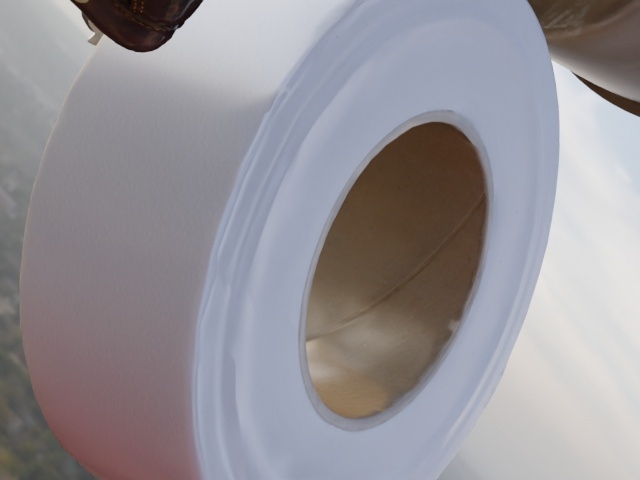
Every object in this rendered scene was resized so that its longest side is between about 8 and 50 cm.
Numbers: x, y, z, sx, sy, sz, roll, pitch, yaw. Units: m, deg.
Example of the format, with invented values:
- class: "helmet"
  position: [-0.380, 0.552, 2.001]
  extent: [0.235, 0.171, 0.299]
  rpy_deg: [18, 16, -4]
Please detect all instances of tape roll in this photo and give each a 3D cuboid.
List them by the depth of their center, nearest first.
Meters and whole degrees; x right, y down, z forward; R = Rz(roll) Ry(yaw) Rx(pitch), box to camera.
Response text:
- class: "tape roll"
  position: [0.000, 0.000, 0.643]
  extent: [0.100, 0.286, 0.286]
  rpy_deg: [20, -15, 34]

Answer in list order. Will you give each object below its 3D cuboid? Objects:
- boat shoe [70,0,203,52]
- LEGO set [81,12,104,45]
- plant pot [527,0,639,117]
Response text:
- class: "boat shoe"
  position: [-0.112, -0.143, 0.428]
  extent: [0.207, 0.073, 0.073]
  rpy_deg: [45, 38, 5]
- class: "LEGO set"
  position: [-0.019, -0.154, 0.771]
  extent: [0.132, 0.287, 0.107]
  rpy_deg: [10, -49, 39]
- class: "plant pot"
  position: [0.217, -0.225, 0.903]
  extent: [0.280, 0.323, 0.323]
  rpy_deg: [-9, 49, -49]
